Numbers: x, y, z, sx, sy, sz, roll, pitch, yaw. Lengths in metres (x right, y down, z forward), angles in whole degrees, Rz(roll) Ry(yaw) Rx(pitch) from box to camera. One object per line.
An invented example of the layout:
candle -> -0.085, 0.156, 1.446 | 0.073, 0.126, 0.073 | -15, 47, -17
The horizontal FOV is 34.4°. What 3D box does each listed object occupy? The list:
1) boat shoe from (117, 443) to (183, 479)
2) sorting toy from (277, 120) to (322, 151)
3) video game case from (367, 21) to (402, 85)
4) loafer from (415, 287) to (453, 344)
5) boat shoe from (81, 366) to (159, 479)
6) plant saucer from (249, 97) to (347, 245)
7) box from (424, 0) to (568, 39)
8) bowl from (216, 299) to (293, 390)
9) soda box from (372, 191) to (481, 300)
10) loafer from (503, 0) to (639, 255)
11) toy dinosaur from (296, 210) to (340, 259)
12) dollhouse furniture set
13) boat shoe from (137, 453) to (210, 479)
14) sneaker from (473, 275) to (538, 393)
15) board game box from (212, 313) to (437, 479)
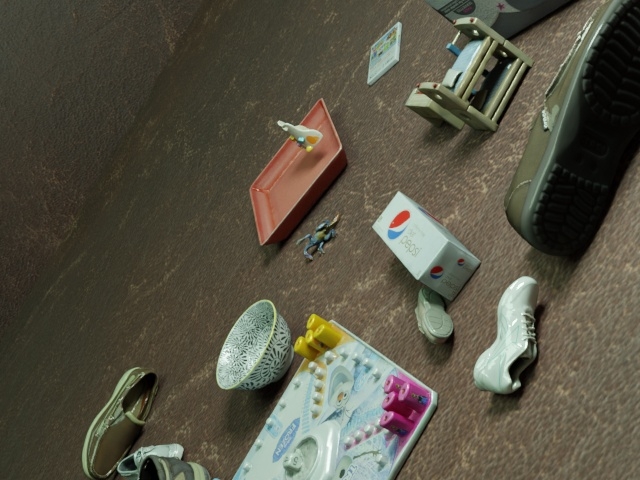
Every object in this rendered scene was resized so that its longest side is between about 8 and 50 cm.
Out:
boat shoe -> -0.327, 0.420, 1.972 | 0.184, 0.063, 0.066 | -27, 39, 50
sorting toy -> -0.048, -0.214, 2.050 | 0.044, 0.075, 0.083 | -58, 24, 0
video game case -> 0.130, -0.378, 2.093 | 0.087, 0.011, 0.122 | -38, 31, 39
loafer -> 0.155, 0.113, 1.443 | 0.125, 0.045, 0.039 | -94, 24, -62
boat shoe -> -0.413, 0.377, 2.156 | 0.095, 0.095, 0.257 | -15, 48, 49
plant saucer -> -0.041, -0.133, 2.091 | 0.259, 0.048, 0.258 | -49, 25, 18
box -> 0.304, -0.442, 1.646 | 0.247, 0.163, 0.142 | -27, 38, 50
bowl -> -0.099, 0.195, 1.779 | 0.170, 0.080, 0.170 | -43, 28, 30
soda box -> 0.153, 0.004, 1.533 | 0.074, 0.069, 0.216 | -54, 25, 9
loafer -> 0.324, -0.160, 1.315 | 0.365, 0.134, 0.130 | -61, 24, -6
toy dinosaur -> 0.000, 0.000, 1.894 | 0.090, 0.047, 0.082 | -35, -7, -43
dollhouse furniture set -> 0.214, -0.264, 1.654 | 0.129, 0.129, 0.184 | -61, 24, -4
boat shoe -> -0.262, 0.494, 1.678 | 0.132, 0.130, 0.355 | -50, 25, 22
sneaker -> 0.242, 0.118, 1.261 | 0.061, 0.054, 0.152 | 9, 75, 54
board game box -> -0.026, 0.325, 1.525 | 0.389, 0.050, 0.390 | -59, 24, -1
